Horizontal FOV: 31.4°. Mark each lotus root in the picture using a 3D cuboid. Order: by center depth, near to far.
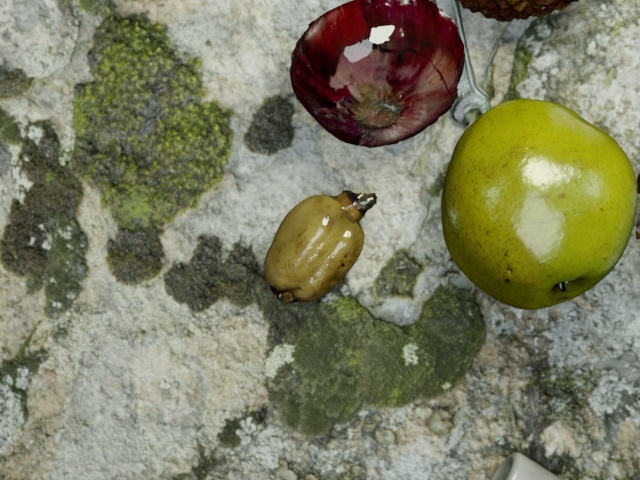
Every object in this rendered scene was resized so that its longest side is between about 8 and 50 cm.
[{"bbox_3d":[0.000,0.000,1.742,0.125,0.118,0.221,28,104,-33],"label":"lotus root"}]

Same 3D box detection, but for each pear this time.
[{"bbox_3d":[0.305,-0.046,1.610,0.294,0.294,0.294,2,103,7],"label":"pear"}]

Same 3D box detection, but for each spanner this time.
[{"bbox_3d":[0.196,-0.321,1.696,0.071,0.017,0.302,-15,100,10],"label":"spanner"}]

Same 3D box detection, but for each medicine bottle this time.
[{"bbox_3d":[0.361,0.424,1.796,0.187,0.103,0.103,32,104,-1],"label":"medicine bottle"}]

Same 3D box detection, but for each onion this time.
[{"bbox_3d":[0.078,-0.257,1.636,0.252,0.219,0.252,-7,146,-5],"label":"onion"}]

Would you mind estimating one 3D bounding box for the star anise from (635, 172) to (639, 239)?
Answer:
[{"bbox_3d":[0.529,-0.091,1.611,0.148,0.237,0.346,18,65,29],"label":"star anise"}]

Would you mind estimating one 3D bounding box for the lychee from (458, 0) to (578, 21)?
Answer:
[{"bbox_3d":[0.286,-0.418,1.558,0.236,0.236,0.271,44,128,-4],"label":"lychee"}]
